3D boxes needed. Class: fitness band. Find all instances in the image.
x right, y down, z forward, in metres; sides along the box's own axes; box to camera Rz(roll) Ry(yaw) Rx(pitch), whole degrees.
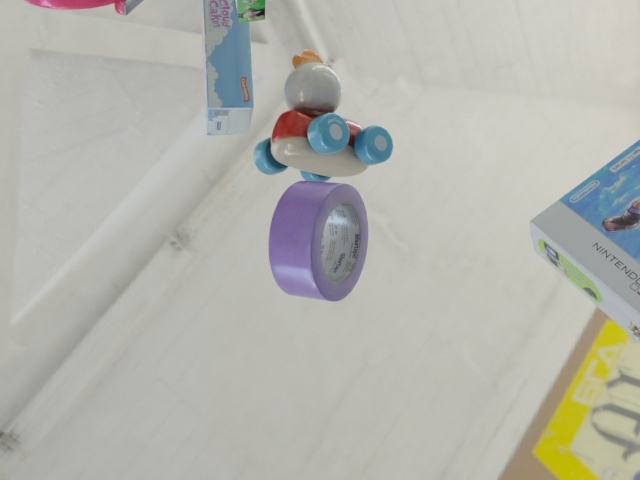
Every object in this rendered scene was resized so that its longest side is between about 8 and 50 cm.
[{"bbox_3d":[-0.385,-0.457,1.394,0.291,0.209,0.054,-68,-4,-49],"label":"fitness band"}]

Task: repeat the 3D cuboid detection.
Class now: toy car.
[{"bbox_3d":[0.004,-0.252,1.605,0.210,0.219,0.238,9,-103,-36],"label":"toy car"}]

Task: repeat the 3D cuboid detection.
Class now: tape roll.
[{"bbox_3d":[0.000,0.000,1.340,0.189,0.080,0.189,-15,-73,-58],"label":"tape roll"}]

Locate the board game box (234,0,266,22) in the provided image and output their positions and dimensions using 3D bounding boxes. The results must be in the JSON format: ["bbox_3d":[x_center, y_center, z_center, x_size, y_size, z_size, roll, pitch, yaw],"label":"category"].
[{"bbox_3d":[-0.119,-0.492,1.151,0.046,0.213,0.317,-9,-97,-6],"label":"board game box"}]

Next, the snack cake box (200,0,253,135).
[{"bbox_3d":[-0.182,-0.351,1.609,0.089,0.152,0.264,-2,-102,-8],"label":"snack cake box"}]

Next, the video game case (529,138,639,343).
[{"bbox_3d":[0.379,-0.011,0.775,0.269,0.244,0.061,-36,-39,-6],"label":"video game case"}]
